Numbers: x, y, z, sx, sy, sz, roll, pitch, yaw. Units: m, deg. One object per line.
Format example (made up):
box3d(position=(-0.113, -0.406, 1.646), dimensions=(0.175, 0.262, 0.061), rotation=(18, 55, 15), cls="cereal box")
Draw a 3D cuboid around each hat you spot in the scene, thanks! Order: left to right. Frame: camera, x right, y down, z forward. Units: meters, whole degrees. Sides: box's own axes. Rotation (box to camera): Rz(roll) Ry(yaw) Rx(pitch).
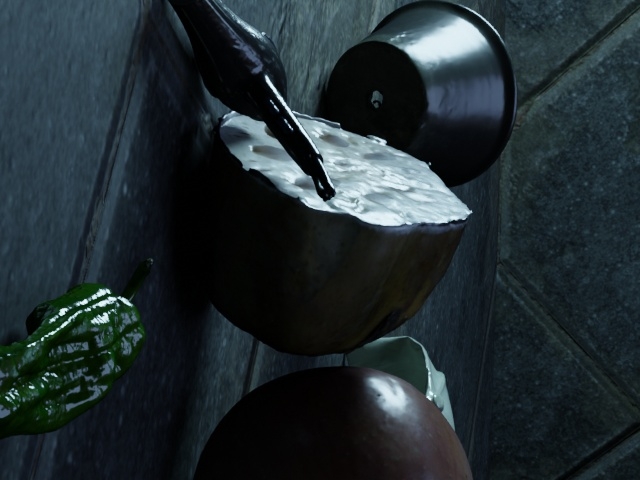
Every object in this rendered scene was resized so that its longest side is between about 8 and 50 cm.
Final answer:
box3d(position=(0.097, 0.296, 2.108), dimensions=(0.301, 0.168, 0.258), rotation=(79, 22, -47), cls="hat")

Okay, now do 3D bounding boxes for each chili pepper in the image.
box3d(position=(-0.188, 0.082, 1.097), dimensions=(0.257, 0.074, 0.100), rotation=(-38, 132, -70), cls="chili pepper")

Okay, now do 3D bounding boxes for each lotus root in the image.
box3d(position=(0.000, 0.000, 1.520), dimensions=(0.272, 0.272, 0.192), rotation=(-40, 145, -70), cls="lotus root")

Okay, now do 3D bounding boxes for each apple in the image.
box3d(position=(0.014, 0.275, 1.535), dimensions=(0.235, 0.305, 0.306), rotation=(-118, -165, -47), cls="apple")

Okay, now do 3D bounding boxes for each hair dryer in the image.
box3d(position=(-0.045, -0.119, 1.402), dimensions=(0.219, 0.075, 0.195), rotation=(55, 2, 31), cls="hair dryer")

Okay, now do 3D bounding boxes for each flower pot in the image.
box3d(position=(0.103, -0.175, 1.942), dimensions=(0.148, 0.235, 0.235), rotation=(-12, 107, -55), cls="flower pot")
